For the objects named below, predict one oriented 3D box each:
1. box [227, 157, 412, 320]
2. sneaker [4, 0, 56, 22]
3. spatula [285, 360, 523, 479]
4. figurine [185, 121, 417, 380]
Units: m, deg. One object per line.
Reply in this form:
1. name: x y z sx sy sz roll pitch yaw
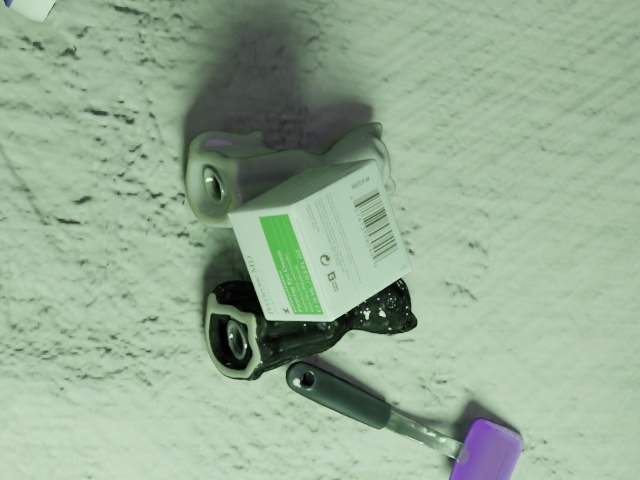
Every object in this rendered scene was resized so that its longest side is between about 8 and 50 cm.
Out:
1. box: 0.000 0.000 0.979 0.102 0.087 0.101 -29 106 -37
2. sneaker: -0.274 -0.349 0.912 0.236 0.130 0.323 14 89 -18
3. spatula: 0.084 0.180 1.158 0.296 0.030 0.084 28 80 -26
4. figurine: -0.005 -0.001 1.084 0.209 0.092 0.215 -10 95 -36
